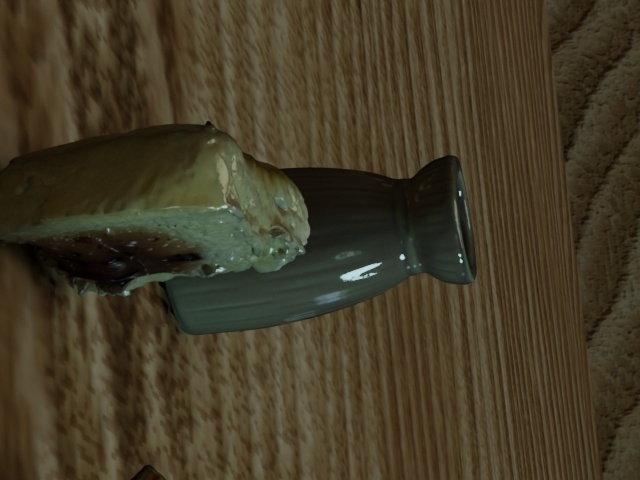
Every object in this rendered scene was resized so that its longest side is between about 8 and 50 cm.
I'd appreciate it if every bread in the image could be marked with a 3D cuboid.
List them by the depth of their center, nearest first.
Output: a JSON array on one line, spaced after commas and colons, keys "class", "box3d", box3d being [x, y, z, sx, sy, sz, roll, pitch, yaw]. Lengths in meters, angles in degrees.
[{"class": "bread", "box3d": [-0.044, -0.007, 0.526, 0.083, 0.070, 0.035, 48, 36, -73]}]

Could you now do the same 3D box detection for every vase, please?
[{"class": "vase", "box3d": [0.000, 0.000, 0.667, 0.053, 0.101, 0.053, -8, 90, -80]}]

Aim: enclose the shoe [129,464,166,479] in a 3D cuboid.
[{"class": "shoe", "box3d": [-0.041, 0.104, 0.469, 0.069, 0.072, 0.109, 42, 9, -2]}]
